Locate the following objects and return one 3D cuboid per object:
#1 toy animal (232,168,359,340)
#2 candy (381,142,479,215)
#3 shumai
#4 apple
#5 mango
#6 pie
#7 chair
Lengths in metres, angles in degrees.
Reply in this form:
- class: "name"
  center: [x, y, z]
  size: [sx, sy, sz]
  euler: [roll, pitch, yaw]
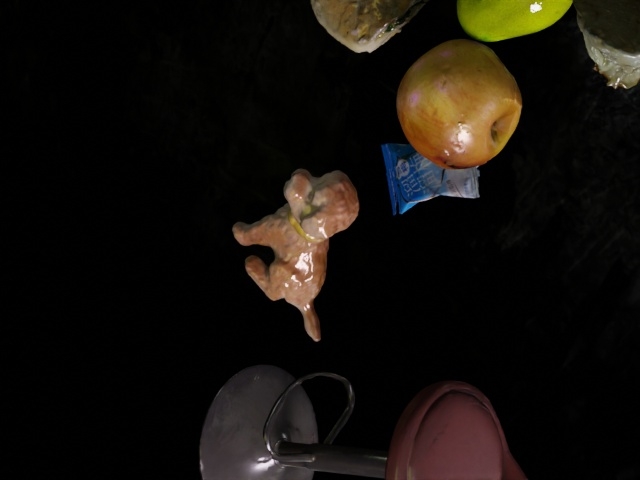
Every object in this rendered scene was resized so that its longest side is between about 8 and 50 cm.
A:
- class: "toy animal"
  center: [0.000, 0.010, 2.041]
  size: [0.185, 0.104, 0.184]
  euler: [-40, 76, 39]
- class: "candy"
  center: [0.132, -0.083, 1.926]
  size: [0.136, 0.038, 0.088]
  euler: [-11, 84, 38]
- class: "shumai"
  center: [0.310, -0.209, 1.680]
  size: [0.087, 0.098, 0.124]
  euler: [88, 170, -53]
- class: "apple"
  center: [0.155, -0.145, 1.803]
  size: [0.146, 0.146, 0.147]
  euler: [17, 116, 38]
- class: "mango"
  center: [0.207, -0.276, 1.735]
  size: [0.163, 0.089, 0.117]
  euler: [-7, 78, 54]
- class: "pie"
  center: [0.062, -0.329, 1.888]
  size: [0.218, 0.052, 0.185]
  euler: [-44, 69, 41]
- class: "chair"
  center: [0.066, 0.273, 1.992]
  size: [0.401, 0.226, 0.227]
  euler: [1, 106, 42]
